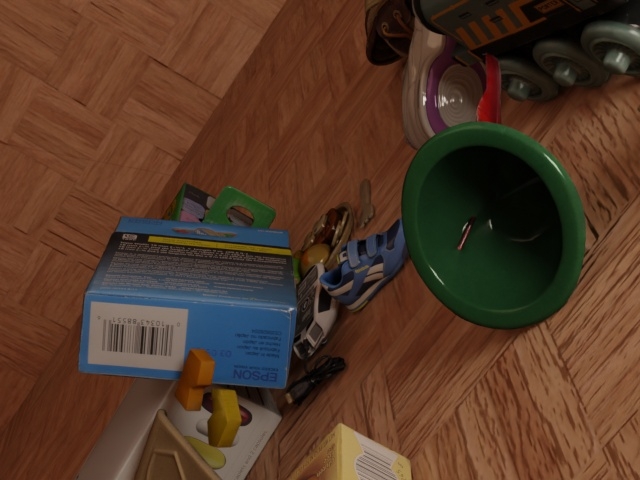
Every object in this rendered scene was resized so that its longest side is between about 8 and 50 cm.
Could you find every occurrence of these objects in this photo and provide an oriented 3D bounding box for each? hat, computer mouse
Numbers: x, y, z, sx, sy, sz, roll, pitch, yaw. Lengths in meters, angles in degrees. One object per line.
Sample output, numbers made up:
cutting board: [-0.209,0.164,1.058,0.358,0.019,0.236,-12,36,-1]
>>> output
hat: [0.187,-0.048,1.055,0.173,0.208,0.183,7,21,33]
computer mouse: [-0.001,0.107,1.414,0.106,0.042,0.193,-52,23,41]

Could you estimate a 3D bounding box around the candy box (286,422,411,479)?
candy box: [-0.002,0.323,0.961,0.183,0.087,0.316,-52,18,26]

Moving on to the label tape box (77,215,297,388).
label tape box: [-0.156,0.069,1.473,0.334,0.240,0.106,-99,15,-75]

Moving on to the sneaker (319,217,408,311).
sneaker: [0.054,0.022,1.356,0.144,0.059,0.053,-50,17,28]

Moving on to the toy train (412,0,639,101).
toy train: [0.210,-0.236,1.105,0.142,0.190,0.334,-63,17,-11]

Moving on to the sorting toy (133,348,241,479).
sorting toy: [-0.138,0.289,1.287,0.229,0.041,0.307,41,117,47]

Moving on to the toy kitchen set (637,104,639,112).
toy kitchen set: [0.299,-0.096,0.906,0.083,0.075,0.068,-30,-28,-9]

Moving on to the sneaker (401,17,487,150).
sneaker: [0.143,-0.248,1.385,0.152,0.114,0.305,158,124,-74]

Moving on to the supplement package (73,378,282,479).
supplement package: [-0.191,0.269,1.509,0.262,0.145,0.204,-59,16,5]

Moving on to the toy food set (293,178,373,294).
toy food set: [0.000,0.000,1.588,0.192,0.038,0.132,-53,18,24]

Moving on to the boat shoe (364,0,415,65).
boat shoe: [0.136,-0.305,1.599,0.342,0.123,0.123,176,108,-70]

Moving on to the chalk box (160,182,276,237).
chalk box: [-0.178,0.051,1.781,0.289,0.180,0.179,-53,18,26]
